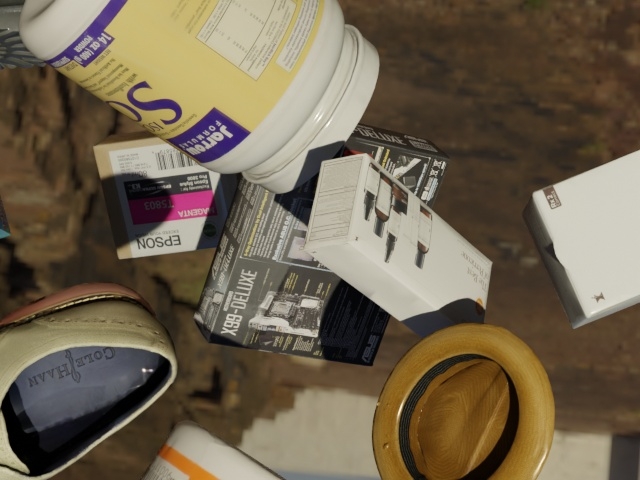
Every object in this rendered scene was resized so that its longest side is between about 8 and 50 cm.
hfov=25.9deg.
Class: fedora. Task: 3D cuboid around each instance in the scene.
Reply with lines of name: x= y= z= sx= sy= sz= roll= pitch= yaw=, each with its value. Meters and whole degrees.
fedora: x=0.142 y=0.173 z=1.286 sx=0.194 sy=0.194 sz=0.079 roll=0 pitch=170 yaw=33

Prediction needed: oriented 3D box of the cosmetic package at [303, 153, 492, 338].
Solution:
cosmetic package: x=0.083 y=0.016 z=1.372 sx=0.060 sy=0.099 sz=0.239 roll=-7 pitch=150 yaw=38

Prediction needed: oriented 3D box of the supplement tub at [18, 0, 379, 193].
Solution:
supplement tub: x=-0.126 y=-0.220 z=1.487 sx=0.331 sy=0.241 sz=0.241 roll=34 pitch=159 yaw=-25

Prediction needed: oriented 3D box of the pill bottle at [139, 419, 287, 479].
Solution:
pill bottle: x=-0.142 y=0.388 z=1.298 sx=0.224 sy=0.392 sz=0.224 roll=31 pitch=172 yaw=5

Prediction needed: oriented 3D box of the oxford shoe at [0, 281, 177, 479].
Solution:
oxford shoe: x=-0.297 y=0.152 z=1.095 sx=0.397 sy=0.141 sz=0.146 roll=-30 pitch=-162 yaw=-14

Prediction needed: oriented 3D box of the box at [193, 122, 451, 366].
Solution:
box: x=0.000 y=0.000 z=1.766 sx=0.242 sy=0.308 sz=0.076 roll=10 pitch=-160 yaw=-26

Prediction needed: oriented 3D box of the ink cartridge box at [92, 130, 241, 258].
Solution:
ink cartridge box: x=-0.221 y=-0.082 z=2.190 sx=0.234 sy=0.193 sz=0.088 roll=-7 pitch=-166 yaw=16

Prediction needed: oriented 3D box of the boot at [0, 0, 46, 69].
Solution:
boot: x=-0.429 y=-0.427 z=1.652 sx=0.366 sy=0.445 sz=0.146 roll=-2 pitch=164 yaw=-18

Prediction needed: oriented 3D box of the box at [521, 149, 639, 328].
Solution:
box: x=0.387 y=-0.003 z=1.842 sx=0.181 sy=0.181 sz=0.119 roll=-22 pitch=170 yaw=-3

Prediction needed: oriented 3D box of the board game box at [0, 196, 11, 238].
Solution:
board game box: x=-0.428 y=-0.085 z=1.656 sx=0.047 sy=0.160 sz=0.210 roll=-16 pitch=176 yaw=-4
